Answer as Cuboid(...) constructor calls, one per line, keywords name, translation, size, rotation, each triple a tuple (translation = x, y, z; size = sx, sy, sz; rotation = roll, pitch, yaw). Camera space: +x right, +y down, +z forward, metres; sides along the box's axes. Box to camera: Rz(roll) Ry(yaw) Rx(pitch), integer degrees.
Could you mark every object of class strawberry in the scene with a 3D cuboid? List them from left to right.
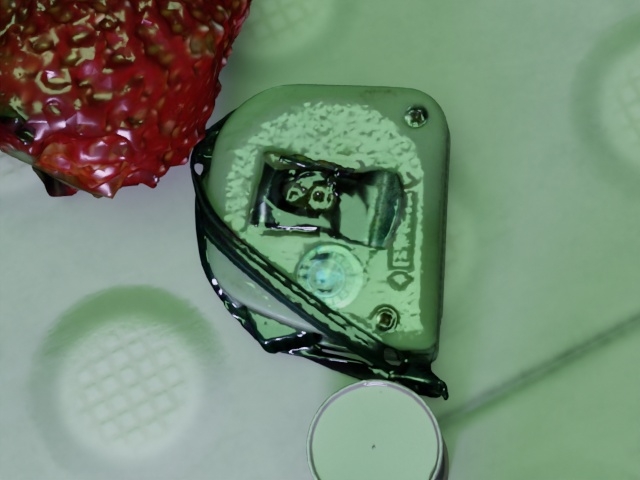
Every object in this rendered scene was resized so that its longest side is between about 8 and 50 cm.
Cuboid(name="strawberry", translation=(-0.190, -0.158, 1.463), size=(0.261, 0.261, 0.258), rotation=(23, 86, 9))

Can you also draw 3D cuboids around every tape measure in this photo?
Cuboid(name="tape measure", translation=(0.000, 0.000, 1.471), size=(0.207, 0.115, 0.235), rotation=(3, 78, 3))

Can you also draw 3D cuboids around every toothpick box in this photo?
Cuboid(name="toothpick box", translation=(0.044, 0.160, 1.412), size=(0.098, 0.149, 0.098), rotation=(-1, 78, 5))
